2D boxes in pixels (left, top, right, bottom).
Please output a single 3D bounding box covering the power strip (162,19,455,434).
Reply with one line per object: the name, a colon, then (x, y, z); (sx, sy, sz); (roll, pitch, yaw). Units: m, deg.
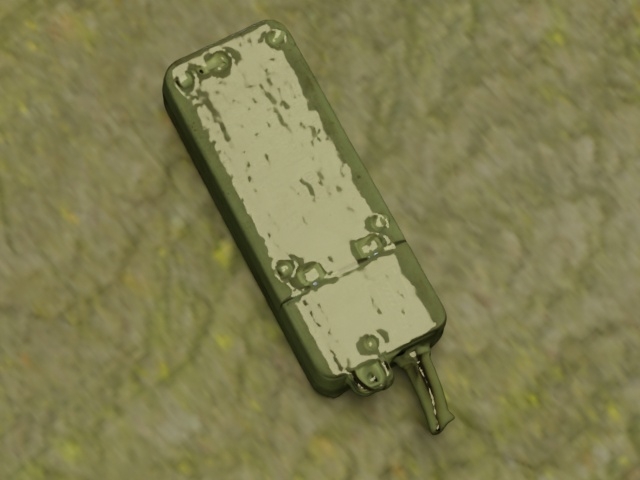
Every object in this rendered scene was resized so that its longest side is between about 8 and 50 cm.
power strip: (0.000, 0.000, 1.225); (0.093, 0.053, 0.288); (-25, 77, -13)
